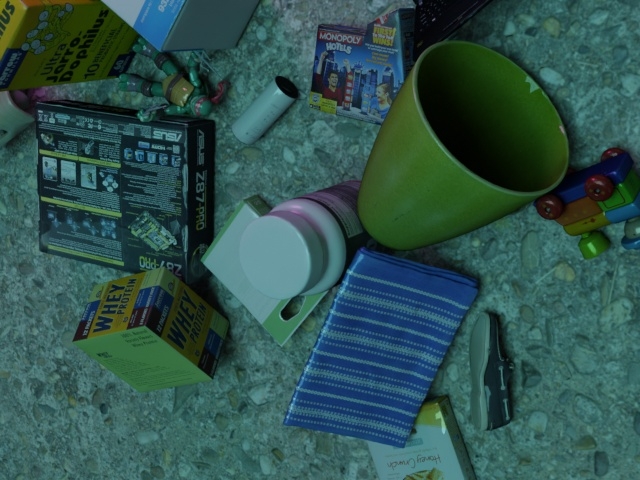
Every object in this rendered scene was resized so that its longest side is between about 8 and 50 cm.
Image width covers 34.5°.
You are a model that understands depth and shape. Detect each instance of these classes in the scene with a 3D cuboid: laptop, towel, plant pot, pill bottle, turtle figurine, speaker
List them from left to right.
[{"bbox_3d":[-0.271,-0.283,1.903,0.234,0.118,0.175,34,85,35],"label":"turtle figurine"},{"bbox_3d":[-0.100,-0.233,1.850,0.136,0.055,0.055,-43,79,32],"label":"speaker"},{"bbox_3d":[0.000,0.000,1.711,0.161,0.283,0.161,9,107,30],"label":"pill bottle"},{"bbox_3d":[0.104,0.186,1.713,0.336,0.243,0.040,-67,27,14],"label":"towel"},{"bbox_3d":[0.183,-0.112,1.599,0.275,0.275,0.293,54,138,9],"label":"plant pot"},{"bbox_3d":[0.188,-0.447,1.568,0.136,0.264,0.234,36,127,-24],"label":"laptop"}]

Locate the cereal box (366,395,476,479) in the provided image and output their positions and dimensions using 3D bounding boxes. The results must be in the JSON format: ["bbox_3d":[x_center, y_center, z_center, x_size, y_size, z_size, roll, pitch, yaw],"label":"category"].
[{"bbox_3d":[0.184,0.409,1.842,0.173,0.047,0.240,-19,91,33],"label":"cereal box"}]

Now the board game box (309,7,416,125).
[{"bbox_3d":[0.086,-0.298,1.716,0.194,0.060,0.194,18,110,27],"label":"board game box"}]

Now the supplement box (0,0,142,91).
[{"bbox_3d":[-0.492,-0.415,1.866,0.195,0.356,0.194,47,122,14],"label":"supplement box"}]

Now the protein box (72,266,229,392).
[{"bbox_3d":[-0.325,0.176,1.988,0.199,0.136,0.201,-14,136,33],"label":"protein box"}]

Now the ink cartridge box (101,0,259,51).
[{"bbox_3d":[-0.290,-0.472,1.805,0.307,0.223,0.129,42,119,16],"label":"ink cartridge box"}]

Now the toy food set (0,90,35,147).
[{"bbox_3d":[-0.696,-0.343,2.153,0.219,0.092,0.306,-27,70,35],"label":"toy food set"}]

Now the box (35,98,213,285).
[{"bbox_3d":[-0.393,-0.102,2.041,0.395,0.097,0.318,10,105,29],"label":"box"}]

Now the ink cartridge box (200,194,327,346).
[{"bbox_3d":[-0.097,0.056,1.923,0.235,0.056,0.171,45,121,11],"label":"ink cartridge box"}]

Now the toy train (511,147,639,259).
[{"bbox_3d":[0.389,-0.031,1.587,0.248,0.105,0.143,-24,107,43],"label":"toy train"}]

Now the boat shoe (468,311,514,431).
[{"bbox_3d":[0.291,0.219,1.735,0.065,0.075,0.206,-2,98,-12],"label":"boat shoe"}]
